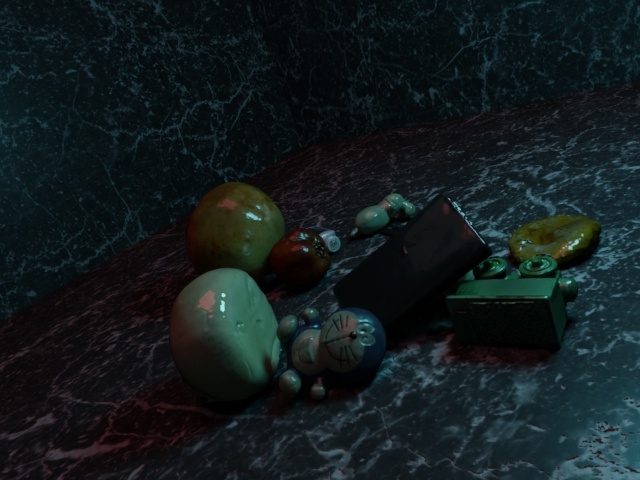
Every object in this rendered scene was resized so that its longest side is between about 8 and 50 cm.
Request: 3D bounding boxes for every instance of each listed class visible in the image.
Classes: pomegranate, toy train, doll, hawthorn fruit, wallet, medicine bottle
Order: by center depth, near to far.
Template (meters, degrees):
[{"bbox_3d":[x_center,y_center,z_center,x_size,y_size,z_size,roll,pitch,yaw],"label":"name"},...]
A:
[{"bbox_3d":[0.440,0.133,1.274,0.265,0.145,0.202,-5,27,39],"label":"toy train"},{"bbox_3d":[0.031,0.261,1.332,0.258,0.154,0.228,-21,57,24],"label":"doll"},{"bbox_3d":[0.219,0.080,1.414,0.406,0.062,0.228,-43,48,17],"label":"wallet"},{"bbox_3d":[-0.097,0.073,1.926,0.243,0.208,0.207,-25,15,28],"label":"hawthorn fruit"},{"bbox_3d":[-0.299,-0.007,2.068,0.411,0.412,0.411,-18,19,7],"label":"pomegranate"},{"bbox_3d":[0.225,-0.100,2.156,0.274,0.113,0.155,-23,3,-2],"label":"doll"},{"bbox_3d":[0.000,0.000,2.174,0.115,0.078,0.219,-27,20,-22],"label":"medicine bottle"}]

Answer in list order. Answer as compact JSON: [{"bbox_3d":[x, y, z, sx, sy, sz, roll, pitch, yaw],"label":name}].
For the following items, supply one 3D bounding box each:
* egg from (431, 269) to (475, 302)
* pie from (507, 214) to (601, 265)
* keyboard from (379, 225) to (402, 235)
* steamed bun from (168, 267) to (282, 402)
[{"bbox_3d":[0.308,0.087,1.496,0.231,0.169,0.169,17,40,43],"label":"egg"},{"bbox_3d":[0.649,-0.004,1.552,0.273,0.069,0.273,-21,15,6],"label":"pie"},{"bbox_3d":[0.298,-0.028,2.050,0.061,0.013,0.204,-27,20,-21],"label":"keyboard"},{"bbox_3d":[-0.265,0.241,1.444,0.232,0.312,0.334,-23,16,15],"label":"steamed bun"}]
